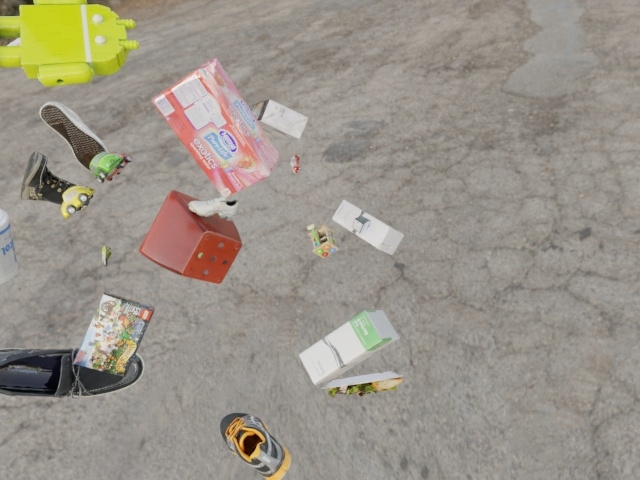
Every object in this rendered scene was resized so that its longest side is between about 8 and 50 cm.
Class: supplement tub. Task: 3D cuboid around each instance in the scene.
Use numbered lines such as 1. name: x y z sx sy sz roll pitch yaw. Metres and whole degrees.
1. supplement tub: -0.501 0.008 0.699 0.071 0.107 0.071 10 36 -7

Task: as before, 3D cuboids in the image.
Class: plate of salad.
1. plate of salad: 0.101 0.343 1.103 0.200 0.200 0.048 -10 74 1

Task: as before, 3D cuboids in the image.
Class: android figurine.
1. android figurine: -0.525 -0.421 0.972 0.273 0.056 0.248 -8 67 -15

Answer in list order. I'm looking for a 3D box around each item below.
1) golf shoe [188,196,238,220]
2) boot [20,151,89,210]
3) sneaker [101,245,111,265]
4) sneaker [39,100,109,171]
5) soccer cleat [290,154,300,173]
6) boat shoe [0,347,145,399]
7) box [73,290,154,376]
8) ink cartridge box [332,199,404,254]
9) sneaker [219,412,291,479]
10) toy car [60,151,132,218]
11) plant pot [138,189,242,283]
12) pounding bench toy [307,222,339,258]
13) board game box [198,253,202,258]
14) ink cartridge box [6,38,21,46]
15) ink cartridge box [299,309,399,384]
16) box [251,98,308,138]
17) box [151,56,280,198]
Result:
1. golf shoe: -0.369 -0.126 1.622 0.176 0.086 0.069 6 39 -41
2. boot: -0.764 -0.167 1.367 0.179 0.236 0.085 15 61 -33
3. sneaker: -0.853 0.062 1.867 0.035 0.083 0.031 0 -11 -35
4. sneaker: -0.819 -0.357 1.605 0.106 0.290 0.123 -31 31 0
5. soccer cleat: -0.095 -0.276 1.706 0.036 0.029 0.083 -23 54 33
6. boat shoe: -0.854 0.449 1.583 0.501 0.186 0.156 11 -6 -31
7. box: -0.639 0.292 1.452 0.159 0.232 0.044 23 1 -21
8. ink cartridge box: 0.154 -0.041 1.501 0.191 0.140 0.082 32 96 30
9. sneaker: -0.146 0.395 0.936 0.215 0.083 0.084 7 55 49
10. toy car: -0.537 -0.167 1.136 0.225 0.053 0.239 -19 31 53
11. plant pot: -0.446 0.013 1.705 0.236 0.267 0.267 35 98 39
12. pounding bench toy: 0.000 0.000 1.182 0.052 0.083 0.065 -31 52 23
13. board game box: -0.534 0.044 2.151 0.039 0.124 0.259 8 29 -36
14. ink cartridge box: -0.654 -0.479 1.134 0.181 0.056 0.224 21 66 29
15. ink cartridge box: 0.100 0.366 1.617 0.289 0.211 0.121 -36 69 15
16. box: -0.176 -0.471 1.836 0.169 0.087 0.290 21 5 -23
17. box: -0.254 -0.283 1.187 0.154 0.299 0.142 -24 27 22
